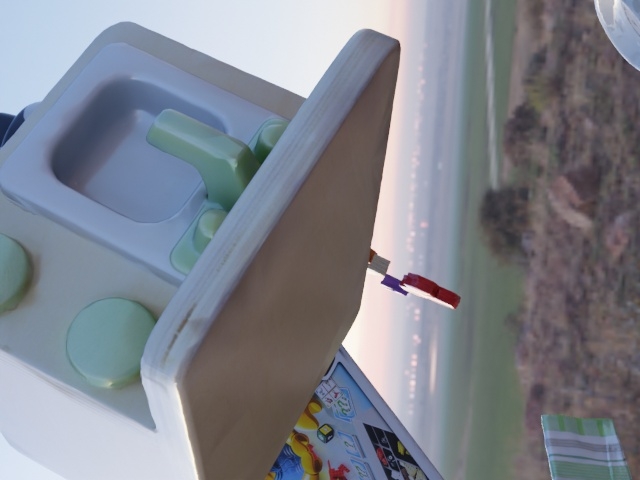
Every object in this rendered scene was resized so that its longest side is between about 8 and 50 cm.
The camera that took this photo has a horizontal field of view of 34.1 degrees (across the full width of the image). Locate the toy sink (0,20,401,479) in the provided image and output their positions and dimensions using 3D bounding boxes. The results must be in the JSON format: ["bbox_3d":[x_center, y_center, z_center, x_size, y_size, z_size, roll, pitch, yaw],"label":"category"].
[{"bbox_3d":[-0.067,0.013,0.439,0.152,0.131,0.234,-59,-13,-26],"label":"toy sink"}]

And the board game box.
[{"bbox_3d":[0.002,0.221,0.827,0.305,0.193,0.053,53,176,4],"label":"board game box"}]

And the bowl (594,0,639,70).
[{"bbox_3d":[0.404,-0.276,1.166,0.289,0.156,0.289,57,180,0],"label":"bowl"}]

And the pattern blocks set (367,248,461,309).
[{"bbox_3d":[0.000,0.000,1.365,0.285,0.325,0.026,12,76,63],"label":"pattern blocks set"}]

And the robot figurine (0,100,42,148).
[{"bbox_3d":[-0.344,-0.098,1.486,0.209,0.278,0.173,-56,-23,-56],"label":"robot figurine"}]

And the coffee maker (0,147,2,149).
[{"bbox_3d":[-0.340,-0.067,1.209,0.171,0.120,0.178,-46,-13,28],"label":"coffee maker"}]

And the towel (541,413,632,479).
[{"bbox_3d":[0.368,0.302,1.432,0.152,0.113,0.023,-92,11,-48],"label":"towel"}]
